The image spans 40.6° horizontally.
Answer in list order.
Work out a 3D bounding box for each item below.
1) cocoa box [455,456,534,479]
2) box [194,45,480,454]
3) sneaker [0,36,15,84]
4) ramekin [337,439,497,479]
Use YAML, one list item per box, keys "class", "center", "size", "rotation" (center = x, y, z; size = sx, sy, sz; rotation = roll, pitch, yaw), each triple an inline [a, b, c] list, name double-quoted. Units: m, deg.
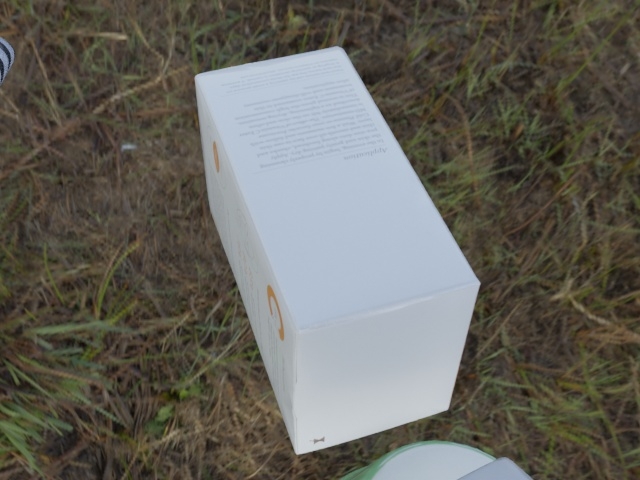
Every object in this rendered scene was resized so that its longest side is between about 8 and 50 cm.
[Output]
- class: "cocoa box"
  center: [0.068, 0.284, 0.430]
  size: [0.228, 0.347, 0.231]
  rotation: [43, 101, 22]
- class: "box"
  center: [0.000, 0.000, 0.882]
  size: [0.168, 0.215, 0.345]
  rotation: [-14, 51, -13]
- class: "sneaker"
  center: [-0.307, -0.085, 0.617]
  size: [0.098, 0.223, 0.083]
  rotation: [31, 35, -24]
- class: "ramekin"
  center: [0.129, 0.377, 0.977]
  size: [0.303, 0.148, 0.304]
  rotation: [11, 54, -16]
